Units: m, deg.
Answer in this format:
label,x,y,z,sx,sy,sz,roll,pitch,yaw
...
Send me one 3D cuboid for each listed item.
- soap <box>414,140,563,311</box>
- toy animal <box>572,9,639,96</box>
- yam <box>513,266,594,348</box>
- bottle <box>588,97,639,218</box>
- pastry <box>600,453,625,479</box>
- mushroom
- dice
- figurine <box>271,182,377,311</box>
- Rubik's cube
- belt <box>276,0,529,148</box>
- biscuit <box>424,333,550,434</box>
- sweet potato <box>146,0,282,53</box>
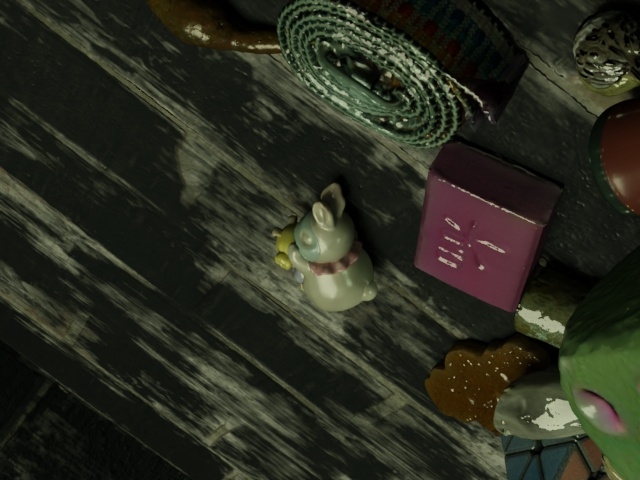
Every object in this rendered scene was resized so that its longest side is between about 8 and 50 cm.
label,x,y,z,sx,sy,sz,roll,pitch,yaw
soap,0.236,-0.016,1.740,0.181,0.081,0.259,27,150,14
toy animal,0.330,-0.210,1.327,0.098,0.098,0.137,41,-175,-10
yam,0.393,0.120,1.753,0.194,0.107,0.107,23,149,19
bottle,0.462,-0.116,1.295,0.144,0.144,0.336,47,148,-21
pastry,0.571,0.352,1.892,0.264,0.133,0.265,29,149,19
mushroom,0.417,0.245,1.869,0.351,0.097,0.109,-18,89,38
dice,0.503,0.147,1.403,0.330,0.322,0.318,49,159,-6
figurine,0.000,0.000,1.978,0.155,0.127,0.236,22,145,40
Rubik's cube,0.432,0.378,2.061,0.233,0.229,0.228,-20,171,16
belt,0.089,-0.229,1.496,0.295,0.160,0.207,36,151,-2
biscuit,0.299,0.245,2.079,0.183,0.047,0.320,42,146,8
sweet potato,-0.157,-0.309,1.724,0.269,0.075,0.075,24,149,12
